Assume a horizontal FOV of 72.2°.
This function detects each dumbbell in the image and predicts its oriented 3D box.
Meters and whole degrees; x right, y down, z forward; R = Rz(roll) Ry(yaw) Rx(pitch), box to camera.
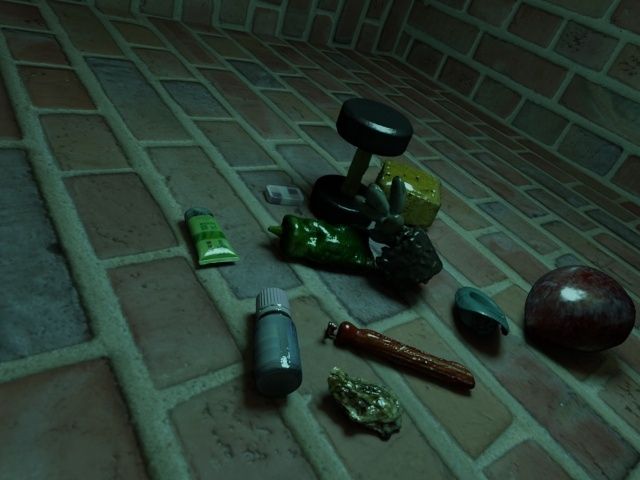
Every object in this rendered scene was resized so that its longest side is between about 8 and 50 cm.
[{"bbox_3d":[0.106,-0.207,1.229,0.203,0.323,0.204,14,35,-10],"label":"dumbbell"}]

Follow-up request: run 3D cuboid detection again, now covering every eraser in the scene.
[{"bbox_3d":[-0.105,-0.130,1.273,0.105,0.026,0.065,2,41,-26],"label":"eraser"}]

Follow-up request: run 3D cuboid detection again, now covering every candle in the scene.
[{"bbox_3d":[0.166,0.232,0.907,0.329,0.048,0.051,21,48,-2],"label":"candle"}]

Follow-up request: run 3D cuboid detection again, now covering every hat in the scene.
[{"bbox_3d":[0.386,0.183,1.073,0.138,0.078,0.191,35,17,5],"label":"hat"}]

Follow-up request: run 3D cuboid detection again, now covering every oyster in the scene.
[{"bbox_3d":[0.080,0.287,0.781,0.165,0.053,0.108,19,44,-16],"label":"oyster"}]

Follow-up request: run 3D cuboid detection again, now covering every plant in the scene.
[{"bbox_3d":[0.182,-0.015,1.075,0.275,0.146,0.149,63,7,-6],"label":"plant"}]

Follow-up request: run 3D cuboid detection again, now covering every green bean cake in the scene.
[{"bbox_3d":[0.276,-0.157,1.422,0.223,0.131,0.230,22,34,0],"label":"green bean cake"}]

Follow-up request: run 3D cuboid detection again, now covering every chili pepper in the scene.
[{"bbox_3d":[0.000,0.000,1.094,0.270,0.099,0.136,14,60,-22],"label":"chili pepper"}]

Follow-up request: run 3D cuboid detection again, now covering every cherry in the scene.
[{"bbox_3d":[0.647,0.174,1.114,0.300,0.203,0.230,-12,47,-20],"label":"cherry"}]

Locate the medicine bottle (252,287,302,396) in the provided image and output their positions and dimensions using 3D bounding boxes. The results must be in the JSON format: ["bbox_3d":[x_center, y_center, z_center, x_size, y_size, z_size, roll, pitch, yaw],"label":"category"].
[{"bbox_3d":[-0.083,0.178,0.811,0.083,0.084,0.203,10,37,-17],"label":"medicine bottle"}]

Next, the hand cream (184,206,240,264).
[{"bbox_3d":[-0.259,-0.013,1.011,0.095,0.046,0.175,-4,43,-36],"label":"hand cream"}]
